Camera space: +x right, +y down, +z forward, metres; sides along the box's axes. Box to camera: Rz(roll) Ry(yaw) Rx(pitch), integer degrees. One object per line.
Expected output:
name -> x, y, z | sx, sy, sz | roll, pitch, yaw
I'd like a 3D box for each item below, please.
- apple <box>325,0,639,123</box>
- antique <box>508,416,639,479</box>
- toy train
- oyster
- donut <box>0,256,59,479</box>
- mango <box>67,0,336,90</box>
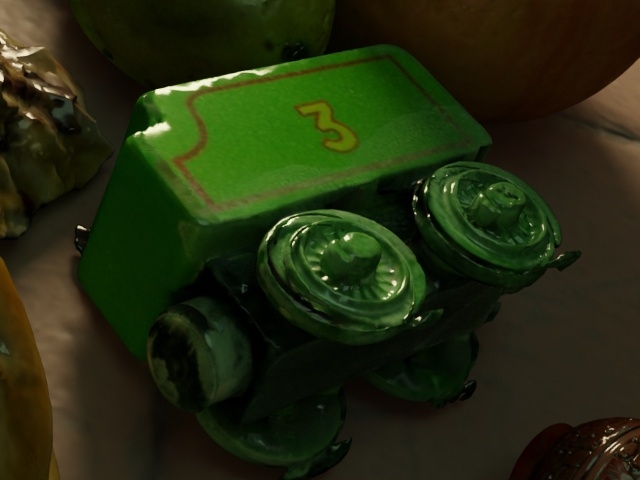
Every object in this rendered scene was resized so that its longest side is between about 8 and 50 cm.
apple -> 0.106, -0.216, 0.863 | 0.286, 0.233, 0.286 | 14, 48, -16
antique -> 0.145, 0.135, 0.664 | 0.104, 0.104, 0.104 | 15, 46, -16
toy train -> 0.000, 0.000, 0.692 | 0.243, 0.132, 0.188 | -19, 57, -41
oyster -> -0.221, -0.080, 0.683 | 0.214, 0.083, 0.223 | 44, 39, 10
donut -> -0.263, 0.068, 0.466 | 0.360, 0.170, 0.360 | 11, 52, -14
mango -> -0.072, -0.140, 0.789 | 0.178, 0.100, 0.119 | 24, 67, 25
